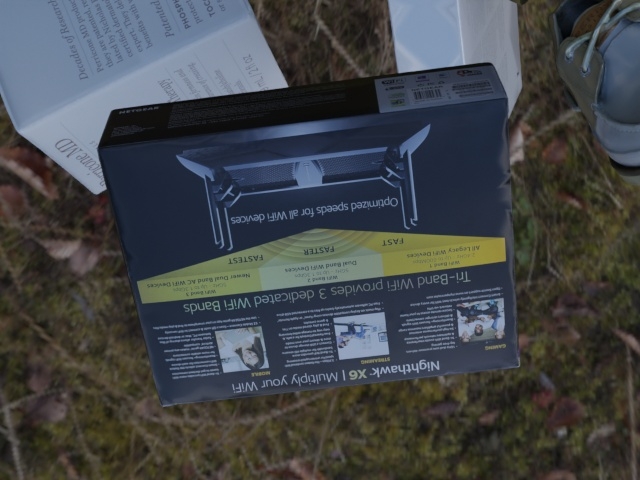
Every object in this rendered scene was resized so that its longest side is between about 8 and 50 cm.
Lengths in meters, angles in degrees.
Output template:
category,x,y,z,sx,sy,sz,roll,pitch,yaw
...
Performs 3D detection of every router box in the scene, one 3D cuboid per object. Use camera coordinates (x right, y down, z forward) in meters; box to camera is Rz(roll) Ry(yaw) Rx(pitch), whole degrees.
category,x,y,z,sx,sy,sz,roll,pitch,yaw
router box,0.000,0.000,0.897,0.308,0.081,0.243,-6,119,2

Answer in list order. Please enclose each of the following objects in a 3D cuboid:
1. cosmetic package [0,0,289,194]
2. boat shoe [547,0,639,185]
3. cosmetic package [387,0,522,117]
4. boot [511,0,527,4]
category,x,y,z,sx,sy,sz,roll,pitch,yaw
cosmetic package,-0.310,-0.339,1.822,0.393,0.329,0.328,-26,73,2
boat shoe,0.222,-0.124,0.804,0.113,0.302,0.103,-42,100,9
cosmetic package,0.179,-0.294,1.436,0.097,0.284,0.377,6,128,23
boot,0.062,-0.301,0.702,0.269,0.089,0.236,31,81,13
